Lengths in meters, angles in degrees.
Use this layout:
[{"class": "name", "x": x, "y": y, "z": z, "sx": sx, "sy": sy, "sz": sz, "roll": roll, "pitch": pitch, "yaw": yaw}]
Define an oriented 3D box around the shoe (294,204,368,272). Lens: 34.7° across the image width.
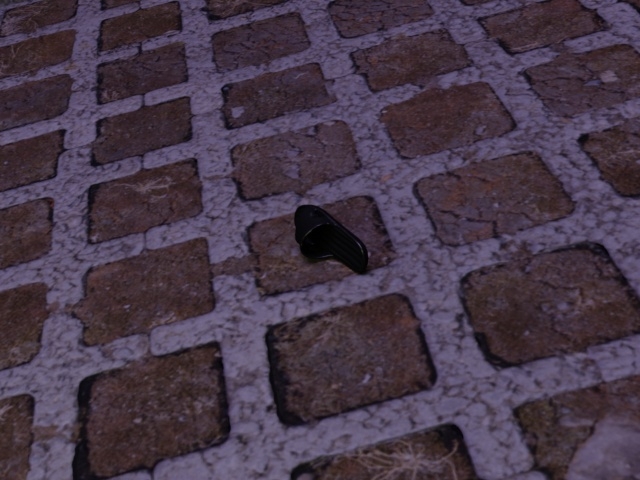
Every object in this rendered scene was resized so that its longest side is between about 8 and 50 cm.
[{"class": "shoe", "x": 0.000, "y": 0.000, "z": 1.391, "sx": 0.053, "sy": 0.062, "sz": 0.159, "roll": -23, "pitch": 38, "yaw": -33}]
